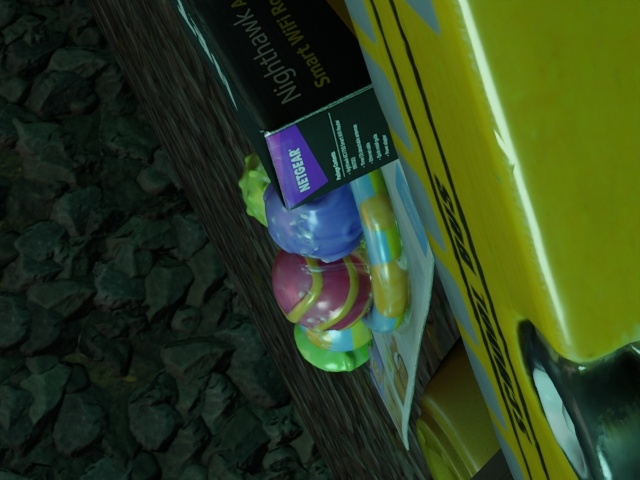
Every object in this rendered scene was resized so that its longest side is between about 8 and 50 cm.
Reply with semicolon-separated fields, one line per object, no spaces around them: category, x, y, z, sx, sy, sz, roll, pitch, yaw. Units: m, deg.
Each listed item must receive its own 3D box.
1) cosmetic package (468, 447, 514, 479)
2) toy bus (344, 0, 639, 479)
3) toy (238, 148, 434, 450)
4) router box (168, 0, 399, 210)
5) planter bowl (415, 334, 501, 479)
cosmetic package;0.105;0.106;0.725;0.115;0.060;0.041;-8;111;43
toy bus;0.072;-0.047;0.456;0.130;0.108;0.332;-122;9;-55
toy;0.000;0.000;0.849;0.237;0.056;0.137;84;164;-65
router box;0.010;-0.110;0.590;0.179;0.133;0.046;60;173;33
planter bowl;0.102;0.102;0.854;0.217;0.090;0.217;155;90;-83
